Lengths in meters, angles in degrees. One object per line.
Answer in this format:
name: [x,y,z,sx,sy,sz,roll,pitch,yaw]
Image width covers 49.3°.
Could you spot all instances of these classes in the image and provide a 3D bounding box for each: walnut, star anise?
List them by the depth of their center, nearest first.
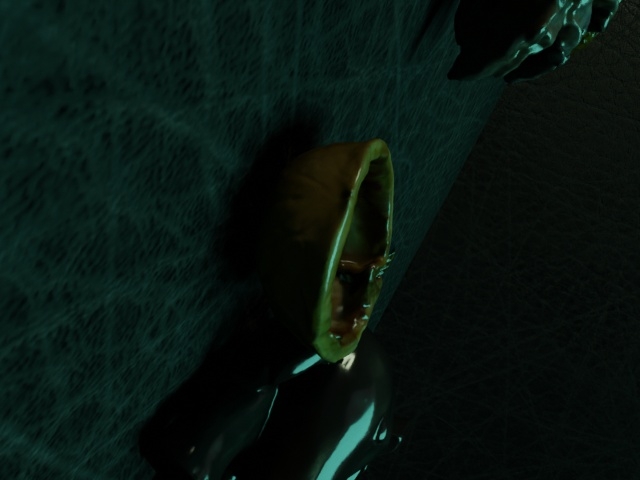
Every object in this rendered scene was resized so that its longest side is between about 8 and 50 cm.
walnut: [-0.002,-0.001,0.533,0.211,0.087,0.167,70,39,-65]
star anise: [0.236,-0.288,0.676,0.332,0.118,0.331,-31,141,-29]

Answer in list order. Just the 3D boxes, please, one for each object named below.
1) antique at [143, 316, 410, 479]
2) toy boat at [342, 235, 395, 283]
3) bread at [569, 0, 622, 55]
antique: [-0.027,0.200,0.696,0.255,0.185,0.322,-51,162,-36]
toy boat: [0.068,0.024,0.995,0.065,0.066,0.172,-57,170,-36]
bread: [0.315,-0.348,0.911,0.246,0.135,0.232,131,-21,-67]
